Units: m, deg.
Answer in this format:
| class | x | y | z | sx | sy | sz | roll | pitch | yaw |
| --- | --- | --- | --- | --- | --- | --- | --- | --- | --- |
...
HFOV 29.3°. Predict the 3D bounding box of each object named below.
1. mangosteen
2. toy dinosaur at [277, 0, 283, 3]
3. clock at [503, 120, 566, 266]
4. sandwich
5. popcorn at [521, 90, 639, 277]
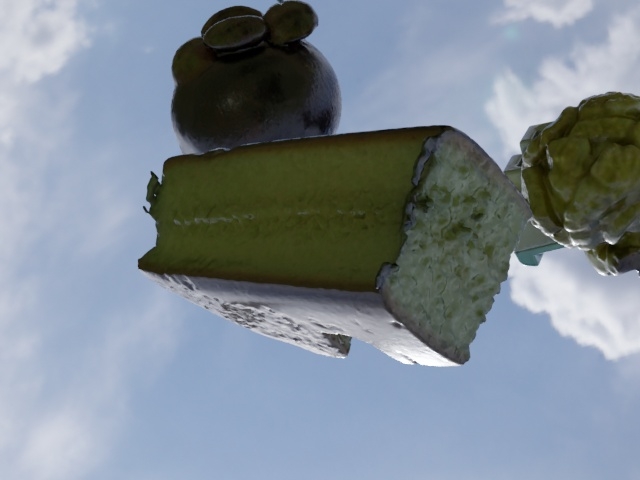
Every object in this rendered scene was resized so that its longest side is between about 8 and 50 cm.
| class | x | y | z | sx | sy | sz | roll | pitch | yaw |
| --- | --- | --- | --- | --- | --- | --- | --- | --- | --- |
| mangosteen | -0.074 | -0.158 | 1.369 | 0.210 | 0.210 | 0.210 | -16 | -143 | 12 |
| toy dinosaur | -0.019 | -0.354 | 0.901 | 0.076 | 0.144 | 0.329 | 5 | -97 | 8 |
| clock | 0.353 | -0.090 | 1.497 | 0.231 | 0.116 | 0.262 | -15 | -161 | 27 |
| sandwich | 0.000 | 0.000 | 0.796 | 0.236 | 0.128 | 0.122 | 3 | -116 | 41 |
| popcorn | 0.297 | -0.061 | 1.245 | 0.168 | 0.195 | 0.173 | -53 | -135 | 8 |
